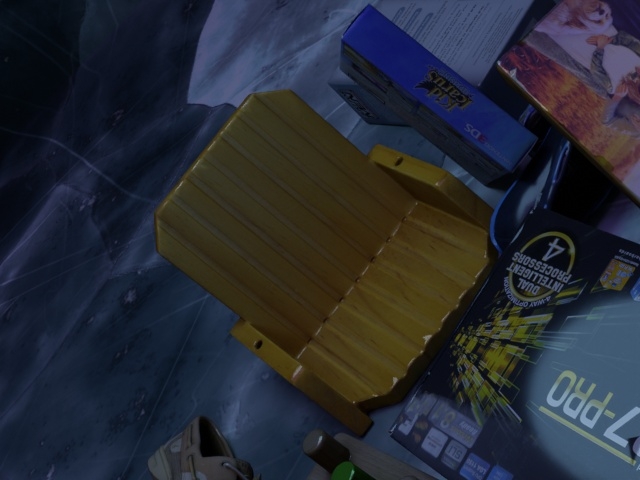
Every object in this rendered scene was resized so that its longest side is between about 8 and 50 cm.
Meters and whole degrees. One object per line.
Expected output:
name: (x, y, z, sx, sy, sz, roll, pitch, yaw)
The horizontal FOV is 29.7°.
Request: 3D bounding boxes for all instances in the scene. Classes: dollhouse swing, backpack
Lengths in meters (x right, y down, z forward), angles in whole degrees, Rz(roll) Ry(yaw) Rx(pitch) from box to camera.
dollhouse swing: (0.000, 0.000, 1.615, 0.347, 0.305, 0.315, -51, 31, -6)
backpack: (0.315, -0.154, 1.588, 0.114, 0.105, 0.084, -50, 9, -1)

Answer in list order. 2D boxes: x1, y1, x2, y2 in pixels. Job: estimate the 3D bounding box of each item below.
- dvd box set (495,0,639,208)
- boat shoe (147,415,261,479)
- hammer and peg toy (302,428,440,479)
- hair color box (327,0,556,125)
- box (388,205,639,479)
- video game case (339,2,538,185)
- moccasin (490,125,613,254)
dvd box set: (0.434, -0.166, 1.323, 0.307, 0.062, 0.420, -43, 57, 8)
boat shoe: (-0.138, 0.334, 1.597, 0.110, 0.121, 0.341, -50, 30, -1)
hammer and peg toy: (0.052, 0.370, 1.315, 0.266, 0.127, 0.361, -56, 32, -11)
hair color box: (0.194, -0.278, 1.857, 0.374, 0.113, 0.185, 13, 65, 54)
box: (0.283, 0.158, 1.234, 0.318, 0.097, 0.395, -58, 34, -1)
video game case: (0.146, -0.184, 1.581, 0.061, 0.269, 0.244, -51, -1, 0)
moccasin: (0.349, -0.107, 1.488, 0.342, 0.137, 0.117, -62, 27, 5)
